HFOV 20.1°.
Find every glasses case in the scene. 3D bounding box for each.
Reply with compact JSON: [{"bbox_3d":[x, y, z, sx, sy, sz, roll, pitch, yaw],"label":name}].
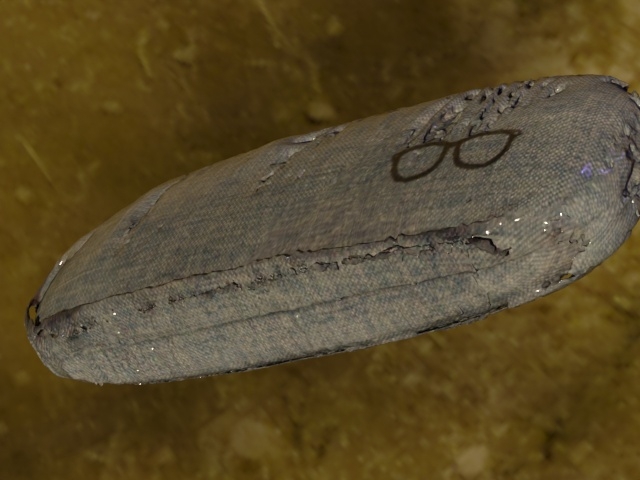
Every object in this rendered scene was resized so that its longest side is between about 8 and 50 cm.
[{"bbox_3d":[0.000,0.000,0.698,0.067,0.282,0.109,61,40,-23],"label":"glasses case"}]
